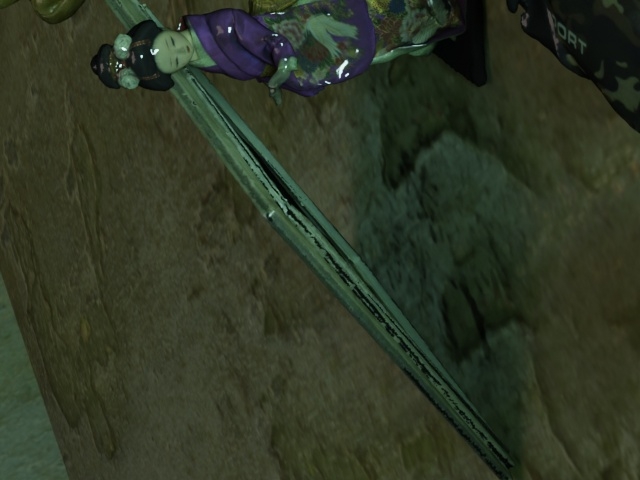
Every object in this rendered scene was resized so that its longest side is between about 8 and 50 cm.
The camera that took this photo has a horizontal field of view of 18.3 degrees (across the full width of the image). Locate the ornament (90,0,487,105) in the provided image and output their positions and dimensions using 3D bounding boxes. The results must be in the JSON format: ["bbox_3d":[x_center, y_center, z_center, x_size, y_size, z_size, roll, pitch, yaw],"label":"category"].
[{"bbox_3d":[-0.013,-0.101,1.003,0.081,0.203,0.088,35,136,51],"label":"ornament"}]

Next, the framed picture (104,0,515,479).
[{"bbox_3d":[0.000,0.000,1.125,0.293,0.018,0.231,49,-178,-45],"label":"framed picture"}]

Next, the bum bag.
[{"bbox_3d":[0.106,-0.128,0.823,0.102,0.069,0.248,-59,37,17],"label":"bum bag"}]

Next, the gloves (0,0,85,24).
[{"bbox_3d":[-0.189,-0.321,1.412,0.154,0.141,0.331,13,111,40],"label":"gloves"}]
